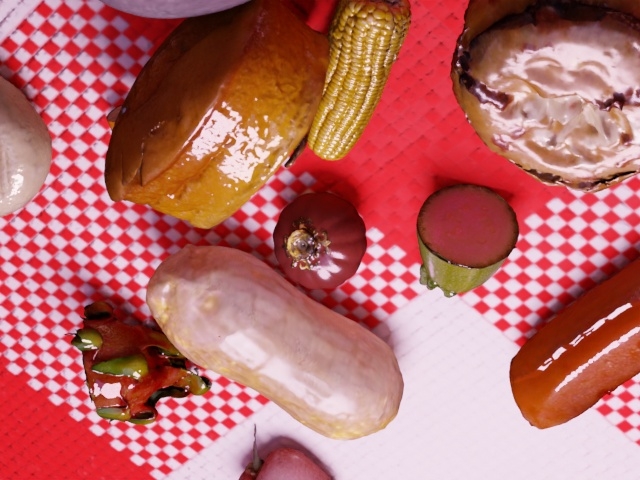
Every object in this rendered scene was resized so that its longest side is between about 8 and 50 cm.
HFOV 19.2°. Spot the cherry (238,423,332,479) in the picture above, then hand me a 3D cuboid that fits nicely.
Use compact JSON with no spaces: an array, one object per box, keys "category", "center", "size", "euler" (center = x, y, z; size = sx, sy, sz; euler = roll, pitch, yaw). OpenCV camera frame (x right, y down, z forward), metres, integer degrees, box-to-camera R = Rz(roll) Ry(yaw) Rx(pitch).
[{"category":"cherry","center":[-0.037,0.289,2.183],"size":[0.126,0.087,0.106],"euler":[20,135,2]}]

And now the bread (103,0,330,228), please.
[{"category":"bread","center":[-0.104,-0.125,1.790],"size":[0.142,0.195,0.269],"euler":[27,140,-18]}]

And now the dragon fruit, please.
[{"category":"dragon fruit","center":[-0.207,0.135,2.094],"size":[0.175,0.138,0.142],"euler":[-1,176,-21]}]

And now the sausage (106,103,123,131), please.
[{"category":"sausage","center":[-0.187,-0.090,1.947],"size":[0.031,0.031,0.107],"euler":[-8,127,21]}]

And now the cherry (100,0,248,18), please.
[{"category":"cherry","center":[-0.131,-0.298,1.658],"size":[0.266,0.184,0.213],"euler":[22,135,0]}]

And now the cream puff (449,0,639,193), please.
[{"category":"cream puff","center":[0.235,-0.162,1.690],"size":[0.240,0.164,0.240],"euler":[12,146,9]}]

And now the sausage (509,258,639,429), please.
[{"category":"sausage","center":[0.307,0.084,1.912],"size":[0.102,0.102,0.330],"euler":[38,130,-16]}]

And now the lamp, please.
[{"category":"lamp","center":[0.000,0.000,1.933],"size":[0.101,0.090,0.101],"euler":[4,99,27]}]

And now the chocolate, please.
[{"category":"chocolate","center":[-0.046,0.106,2.011],"size":[0.309,0.134,0.134],"euler":[31,130,-16]}]

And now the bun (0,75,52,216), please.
[{"category":"bun","center":[-0.363,-0.104,1.940],"size":[0.188,0.111,0.164],"euler":[4,112,16]}]

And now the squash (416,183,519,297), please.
[{"category":"squash","center":[0.139,0.022,1.922],"size":[0.105,0.105,0.132],"euler":[15,144,3]}]

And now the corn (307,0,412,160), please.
[{"category":"corn","center":[0.031,-0.162,1.805],"size":[0.072,0.072,0.203],"euler":[20,133,-1]}]
